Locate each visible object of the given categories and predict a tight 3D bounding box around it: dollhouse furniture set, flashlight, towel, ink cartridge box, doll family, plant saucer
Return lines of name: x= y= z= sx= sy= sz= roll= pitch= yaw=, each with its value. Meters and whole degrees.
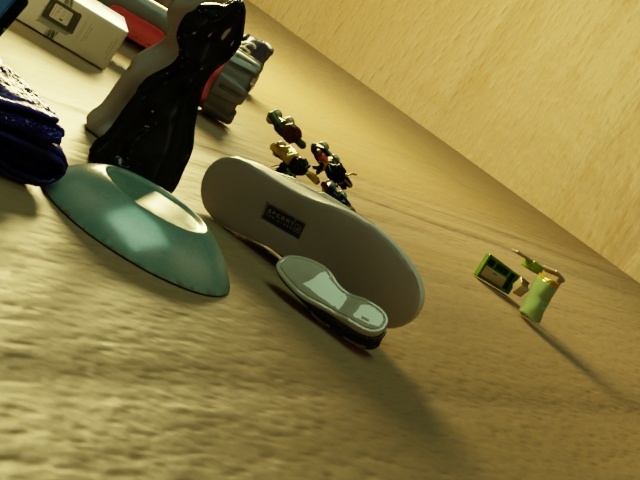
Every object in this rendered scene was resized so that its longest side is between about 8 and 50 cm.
dollhouse furniture set: x=0.274 y=0.055 z=2.272 sx=0.058 sy=0.076 sz=0.151 roll=32 pitch=0 yaw=-19
flashlight: x=-0.230 y=-0.271 z=2.200 sx=0.304 sy=0.103 sz=0.103 roll=28 pitch=45 yaw=-4
towel: x=-0.358 y=-0.172 z=1.393 sx=0.227 sy=0.076 sz=0.308 roll=24 pitch=14 yaw=-46
ink cartridge box: x=-0.337 y=-0.295 z=2.060 sx=0.180 sy=0.060 sz=0.104 roll=30 pitch=11 yaw=-17
doll family: x=-0.006 y=-0.090 z=2.091 sx=0.193 sy=0.076 sz=0.111 roll=33 pitch=5 yaw=-19
plant saucer: x=-0.153 y=-0.021 z=1.431 sx=0.195 sy=0.037 sz=0.195 roll=32 pitch=11 yaw=-7

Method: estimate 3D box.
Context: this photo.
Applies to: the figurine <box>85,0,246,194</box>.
figurine: x=-0.145 y=-0.169 z=1.647 sx=0.092 sy=0.209 sz=0.215 roll=30 pitch=11 yaw=-17

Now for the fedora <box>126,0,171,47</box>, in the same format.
fedora: x=-0.264 y=-0.369 z=2.438 sx=0.275 sy=0.124 sz=0.243 roll=48 pitch=18 yaw=25

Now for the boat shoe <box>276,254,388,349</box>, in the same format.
boat shoe: x=0.009 y=0.059 z=1.547 sx=0.125 sy=0.038 sz=0.046 roll=31 pitch=51 yaw=16

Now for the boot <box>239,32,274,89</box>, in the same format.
boot: x=-0.141 y=-0.291 z=2.559 sx=0.069 sy=0.086 sz=0.190 roll=37 pitch=11 yaw=18

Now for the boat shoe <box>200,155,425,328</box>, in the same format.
boat shoe: x=0.000 y=0.000 z=1.661 sx=0.267 sy=0.096 sz=0.088 roll=28 pitch=13 yaw=20

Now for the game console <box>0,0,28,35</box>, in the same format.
game console: x=-0.387 y=-0.259 z=1.715 sx=0.122 sy=0.071 sz=0.107 roll=34 pitch=10 yaw=4
